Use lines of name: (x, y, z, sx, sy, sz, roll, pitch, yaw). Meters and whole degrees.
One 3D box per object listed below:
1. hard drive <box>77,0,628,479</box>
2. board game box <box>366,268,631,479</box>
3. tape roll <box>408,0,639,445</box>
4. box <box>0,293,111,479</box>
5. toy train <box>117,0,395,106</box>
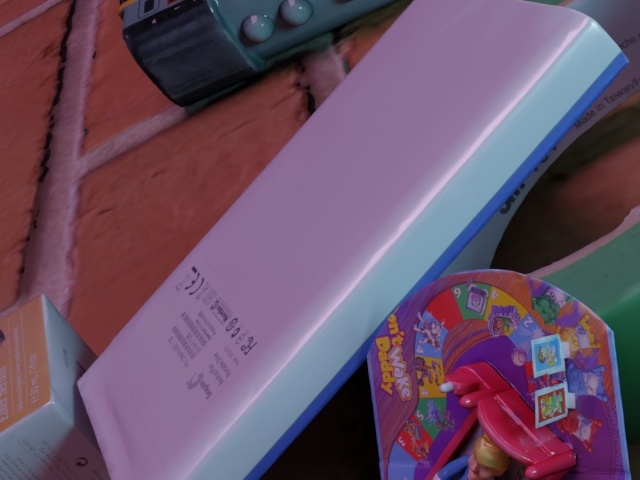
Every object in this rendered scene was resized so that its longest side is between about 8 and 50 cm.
hard drive: (0.000, 0.000, 0.705, 0.318, 0.040, 0.210, -48, 22, -1)
board game box: (0.064, 0.097, 0.550, 0.133, 0.168, 0.033, -7, -1, 44)
tape roll: (0.151, -0.042, 0.669, 0.321, 0.077, 0.321, -37, 24, 20)
box: (-0.214, 0.137, 0.814, 0.170, 0.091, 0.130, -33, 31, 2)
toy train: (-0.029, -0.246, 1.144, 0.334, 0.142, 0.190, -20, 46, 19)
